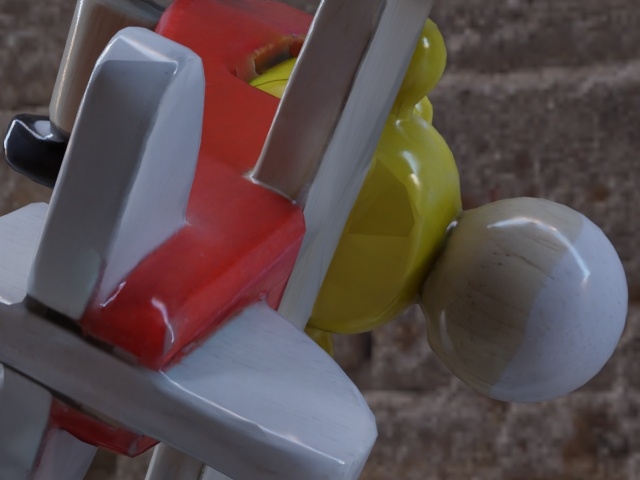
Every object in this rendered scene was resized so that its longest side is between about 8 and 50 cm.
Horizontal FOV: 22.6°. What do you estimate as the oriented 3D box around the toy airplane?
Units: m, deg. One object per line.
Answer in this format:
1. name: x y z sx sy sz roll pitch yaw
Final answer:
1. toy airplane: 0.000 0.000 0.629 0.272 0.384 0.386 19 -26 -9
